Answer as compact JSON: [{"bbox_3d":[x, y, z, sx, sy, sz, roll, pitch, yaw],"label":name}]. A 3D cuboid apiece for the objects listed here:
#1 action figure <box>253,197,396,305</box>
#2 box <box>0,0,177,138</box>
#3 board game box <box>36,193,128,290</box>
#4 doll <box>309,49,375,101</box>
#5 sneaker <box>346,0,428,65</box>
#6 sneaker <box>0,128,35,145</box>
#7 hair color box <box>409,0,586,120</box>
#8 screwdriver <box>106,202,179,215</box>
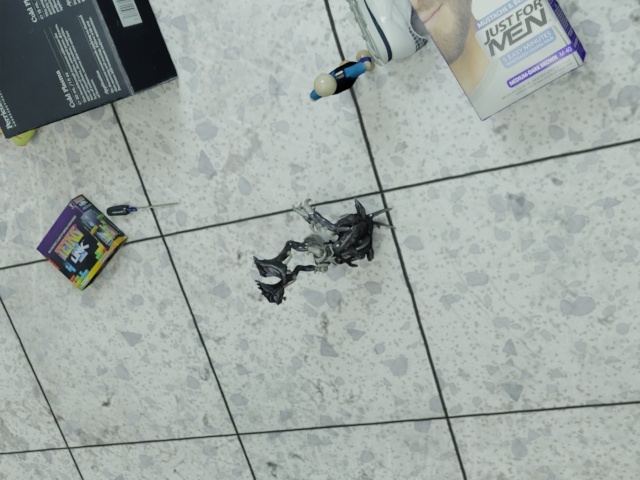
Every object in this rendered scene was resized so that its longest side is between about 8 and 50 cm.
[{"bbox_3d":[0.000,0.000,1.521,0.141,0.276,0.164,44,156,39],"label":"action figure"},{"bbox_3d":[-0.491,-0.406,1.514,0.313,0.179,0.343,-12,107,23],"label":"box"},{"bbox_3d":[-0.522,0.006,1.777,0.141,0.048,0.170,42,119,-3],"label":"board game box"},{"bbox_3d":[0.032,-0.274,1.374,0.129,0.189,0.046,-26,101,27],"label":"doll"},{"bbox_3d":[0.096,-0.414,1.362,0.095,0.090,0.235,-23,96,-3],"label":"sneaker"},{"bbox_3d":[-0.691,-0.265,1.704,0.209,0.081,0.094,29,121,6],"label":"sneaker"},{"bbox_3d":[0.256,-0.385,1.294,0.185,0.110,0.338,-29,98,29],"label":"hair color box"},{"bbox_3d":[-0.374,-0.065,1.708,0.170,0.024,0.025,-1,82,18],"label":"screwdriver"}]
